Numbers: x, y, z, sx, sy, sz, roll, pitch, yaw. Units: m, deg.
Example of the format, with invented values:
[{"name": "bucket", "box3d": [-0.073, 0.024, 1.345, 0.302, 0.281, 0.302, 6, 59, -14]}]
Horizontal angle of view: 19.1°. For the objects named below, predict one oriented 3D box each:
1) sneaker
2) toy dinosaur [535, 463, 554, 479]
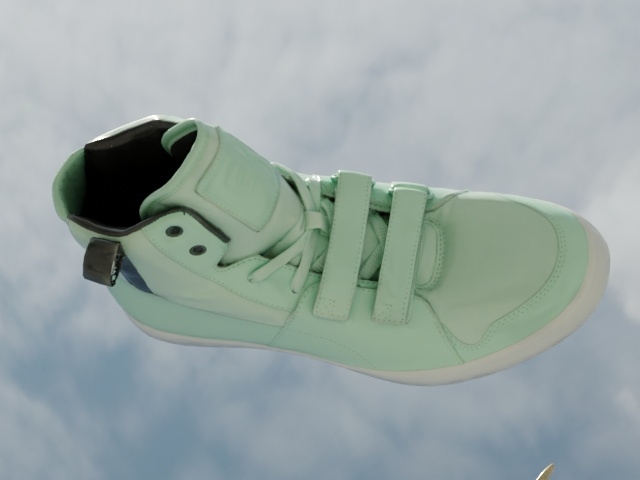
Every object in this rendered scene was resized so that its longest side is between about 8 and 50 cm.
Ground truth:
[{"name": "sneaker", "box3d": [-0.001, 0.000, 0.889, 0.256, 0.151, 0.094, -1, -113, 18]}, {"name": "toy dinosaur", "box3d": [0.072, 0.165, 0.633, 0.053, 0.092, 0.183, -34, -118, 28]}]
